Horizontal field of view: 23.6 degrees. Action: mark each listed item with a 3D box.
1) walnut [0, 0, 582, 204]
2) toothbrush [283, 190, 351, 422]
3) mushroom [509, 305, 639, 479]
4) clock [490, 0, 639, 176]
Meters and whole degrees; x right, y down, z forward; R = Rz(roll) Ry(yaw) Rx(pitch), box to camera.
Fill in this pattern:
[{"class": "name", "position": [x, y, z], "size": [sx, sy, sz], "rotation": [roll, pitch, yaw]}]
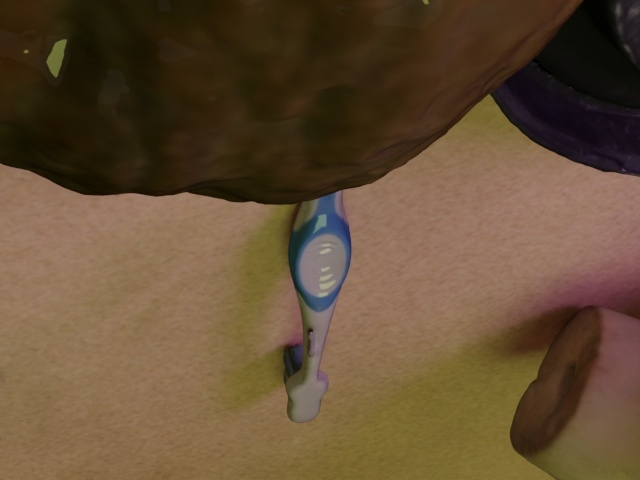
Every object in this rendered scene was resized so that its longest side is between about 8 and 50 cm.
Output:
[{"class": "walnut", "position": [-0.023, -0.125, 0.471], "size": [0.283, 0.227, 0.283], "rotation": [-37, 168, -9]}, {"class": "toothbrush", "position": [0.001, 0.004, 0.864], "size": [0.040, 0.040, 0.386], "rotation": [-8, 147, -10]}, {"class": "mushroom", "position": [0.337, 0.144, 0.959], "size": [0.353, 0.353, 0.325], "rotation": [1, 173, -23]}, {"class": "clock", "position": [0.240, -0.162, 0.653], "size": [0.386, 0.076, 0.386], "rotation": [-11, 149, -7]}]
